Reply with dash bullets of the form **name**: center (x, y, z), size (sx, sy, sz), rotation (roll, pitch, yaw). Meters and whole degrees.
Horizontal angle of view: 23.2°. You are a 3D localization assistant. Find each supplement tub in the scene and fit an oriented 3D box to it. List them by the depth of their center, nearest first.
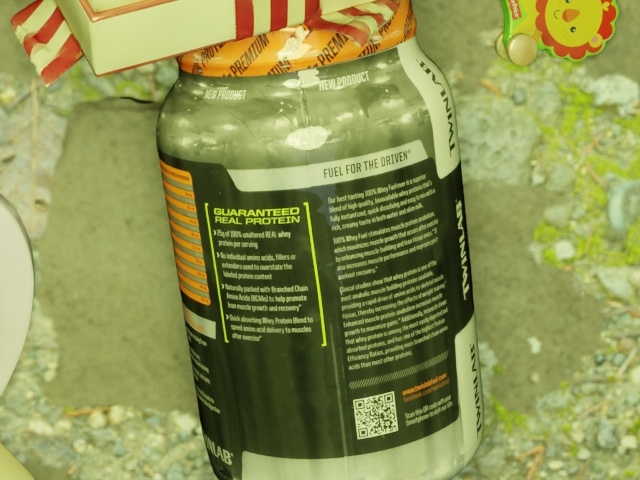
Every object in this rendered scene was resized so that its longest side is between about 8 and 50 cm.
- **supplement tub**: center (0.000, 0.000, 1.089), size (0.207, 0.207, 0.338), rotation (-8, 108, -5)

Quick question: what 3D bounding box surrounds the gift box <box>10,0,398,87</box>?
- **gift box**: center (-0.075, -0.245, 0.922), size (0.255, 0.276, 0.258), rotation (-14, 141, -14)

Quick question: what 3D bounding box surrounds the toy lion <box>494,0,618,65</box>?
- **toy lion**: center (0.171, -0.178, 1.153), size (0.096, 0.034, 0.100), rotation (-21, 108, -8)

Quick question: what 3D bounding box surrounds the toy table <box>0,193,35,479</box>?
- **toy table**: center (-0.312, 0.096, 1.101), size (0.252, 0.161, 0.274), rotation (20, 104, -14)
